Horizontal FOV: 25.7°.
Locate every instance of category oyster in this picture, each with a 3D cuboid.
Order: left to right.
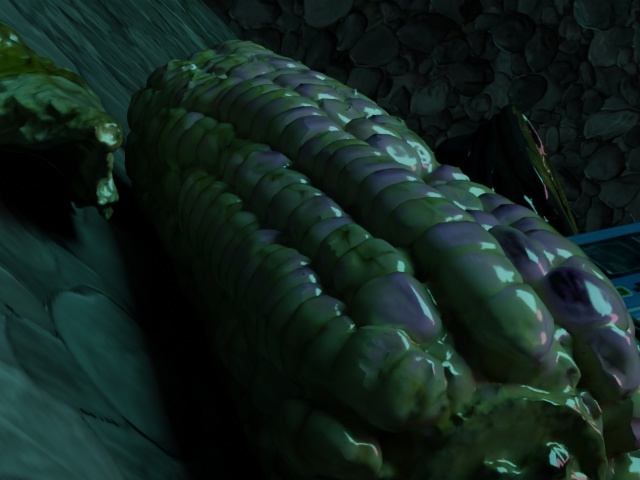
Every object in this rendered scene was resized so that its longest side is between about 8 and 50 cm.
[{"bbox_3d":[-0.114,-0.052,0.501,0.121,0.045,0.146,33,5,4],"label":"oyster"}]

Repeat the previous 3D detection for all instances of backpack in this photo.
[{"bbox_3d":[0.134,0.056,0.932,0.258,0.133,0.206,59,17,-20],"label":"backpack"}]

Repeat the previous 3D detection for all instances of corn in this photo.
[{"bbox_3d":[0.002,0.001,0.518,0.126,0.126,0.335,43,5,-32],"label":"corn"}]

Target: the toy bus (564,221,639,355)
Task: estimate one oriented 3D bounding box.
[{"bbox_3d":[0.159,0.058,0.672,0.134,0.246,0.113,45,-41,50],"label":"toy bus"}]
